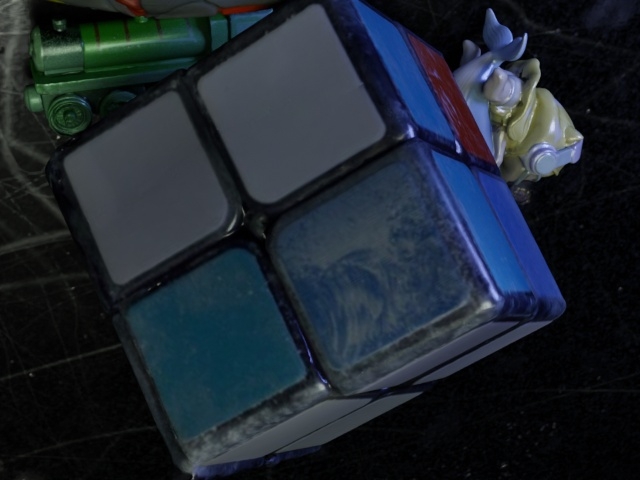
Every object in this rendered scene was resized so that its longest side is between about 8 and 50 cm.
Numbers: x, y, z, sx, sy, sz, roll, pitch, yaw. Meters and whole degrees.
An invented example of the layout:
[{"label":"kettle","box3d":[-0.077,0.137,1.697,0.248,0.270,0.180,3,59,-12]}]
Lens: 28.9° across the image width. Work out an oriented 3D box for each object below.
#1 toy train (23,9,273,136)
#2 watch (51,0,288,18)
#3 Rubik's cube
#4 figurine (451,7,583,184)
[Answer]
[{"label":"toy train","box3d":[-0.160,-0.173,1.196,0.251,0.085,0.119,-9,130,-14]},{"label":"watch","box3d":[-0.146,-0.329,1.043,0.305,0.241,0.274,-1,106,-9]},{"label":"Rubik's cube","box3d":[0.000,0.000,1.126,0.313,0.318,0.316,-30,167,17]},{"label":"figurine","box3d":[0.191,-0.131,1.308,0.184,0.128,0.208,-3,118,-17]}]
